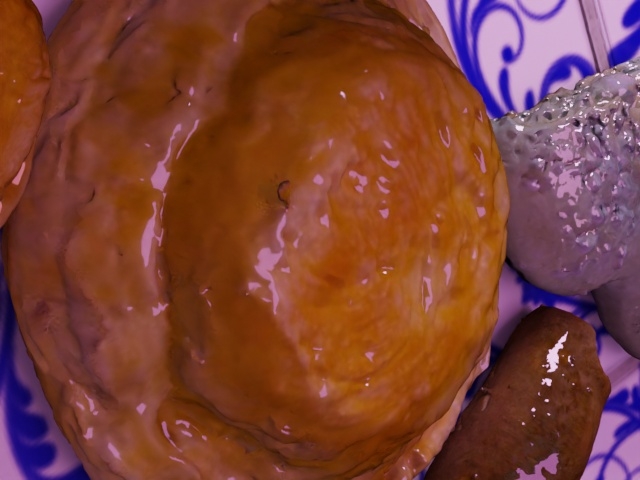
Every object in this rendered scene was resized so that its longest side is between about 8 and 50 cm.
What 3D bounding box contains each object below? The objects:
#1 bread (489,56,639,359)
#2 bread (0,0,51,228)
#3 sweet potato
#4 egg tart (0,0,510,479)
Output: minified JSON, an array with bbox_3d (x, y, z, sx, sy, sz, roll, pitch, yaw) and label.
[{"bbox_3d":[0.185,-0.029,1.055,0.232,0.064,0.172,36,69,-38],"label":"bread"},{"bbox_3d":[-0.205,-0.071,0.691,0.198,0.120,0.236,-51,123,-27],"label":"bread"},{"bbox_3d":[0.092,0.144,0.991,0.077,0.077,0.243,42,65,-34],"label":"sweet potato"},{"bbox_3d":[0.000,0.000,0.867,0.319,0.128,0.319,-4,96,-42],"label":"egg tart"}]
